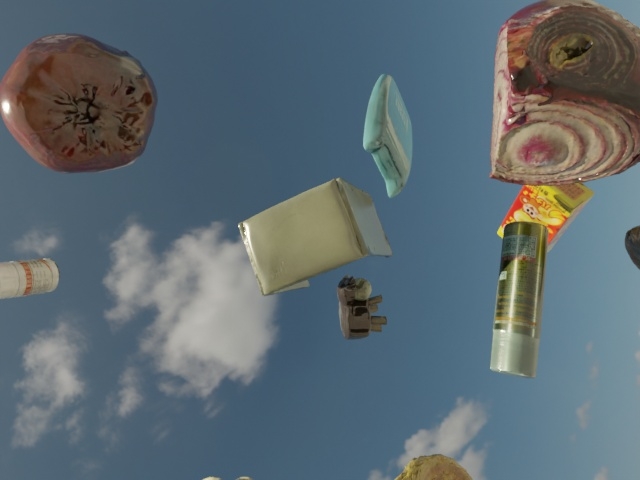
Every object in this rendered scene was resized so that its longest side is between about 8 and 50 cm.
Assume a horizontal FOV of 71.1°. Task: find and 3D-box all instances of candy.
[{"bbox_3d":[0.597,-0.070,1.214,0.088,0.146,0.276,-34,-26,-17],"label":"candy"}]

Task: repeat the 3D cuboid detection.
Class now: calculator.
[{"bbox_3d":[0.210,-0.324,1.309,0.256,0.055,0.386,55,-145,-37],"label":"calculator"}]

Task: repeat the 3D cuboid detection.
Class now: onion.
[{"bbox_3d":[0.336,-0.201,0.598,0.216,0.207,0.206,71,-151,-65],"label":"onion"}]

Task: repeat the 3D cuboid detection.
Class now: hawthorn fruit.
[{"bbox_3d":[-0.514,-0.291,0.979,0.309,0.325,0.308,-2,-77,-11],"label":"hawthorn fruit"}]

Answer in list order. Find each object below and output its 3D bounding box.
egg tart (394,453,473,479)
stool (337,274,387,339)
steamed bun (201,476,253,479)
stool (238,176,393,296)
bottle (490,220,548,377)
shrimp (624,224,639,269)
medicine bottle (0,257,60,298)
[{"bbox_3d":[0.231,0.642,0.995,0.341,0.129,0.340,8,-104,-32],"label":"egg tart"},{"bbox_3d":[0.104,0.174,1.174,0.121,0.125,0.217,-5,-60,-5],"label":"stool"},{"bbox_3d":[-0.197,0.559,0.856,0.289,0.203,0.276,15,-53,-38],"label":"steamed bun"},{"bbox_3d":[0.000,0.000,1.010,0.270,0.244,0.170,7,-118,-69],"label":"stool"},{"bbox_3d":[0.376,0.109,0.845,0.082,0.082,0.285,25,-109,-43],"label":"bottle"},{"bbox_3d":[0.638,0.022,0.766,0.058,0.169,0.296,-34,-17,-3],"label":"shrimp"},{"bbox_3d":[-0.466,0.059,0.699,0.089,0.057,0.057,-5,-82,-61],"label":"medicine bottle"}]
